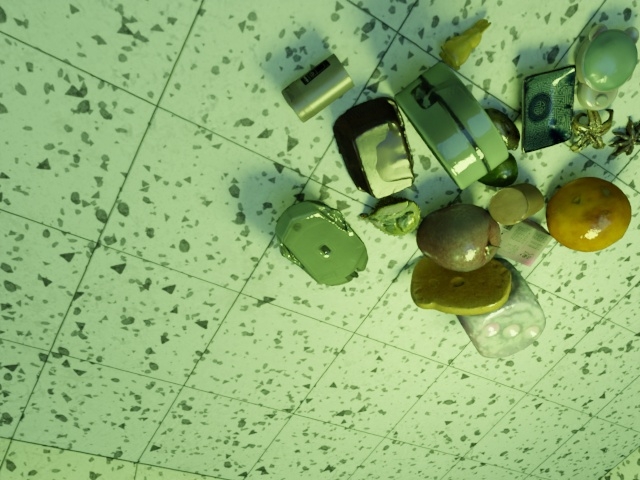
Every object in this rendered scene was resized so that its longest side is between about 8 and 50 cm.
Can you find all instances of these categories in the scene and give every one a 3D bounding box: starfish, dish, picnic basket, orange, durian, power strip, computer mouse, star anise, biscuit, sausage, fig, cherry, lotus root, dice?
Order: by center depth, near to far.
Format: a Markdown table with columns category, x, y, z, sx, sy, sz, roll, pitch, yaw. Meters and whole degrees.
| category | x | y | z | sx | sy | sz | roll | pitch | yaw |
| --- | --- | --- | --- | --- | --- | --- | --- | --- | --- |
| power strip | 0.361 | -0.324 | 1.425 | 0.161 | 0.357 | 0.357 | -36 | 122 | 14 |
| picnic basket | 0.176 | -0.266 | 1.554 | 0.222 | 0.129 | 0.297 | -22 | 122 | 4 |
| dish | 0.687 | -0.412 | 1.587 | 0.181 | 0.080 | 0.243 | -17 | 120 | -9 |
| lotus root | 0.570 | -0.347 | 1.605 | 0.179 | 0.089 | 0.080 | 39 | 147 | -28 |
| fig | 0.555 | -0.230 | 1.663 | 0.156 | 0.123 | 0.123 | -6 | 124 | 7 |
| starfish | 0.890 | -0.377 | 1.666 | 0.146 | 0.074 | 0.190 | -13 | 122 | 3 |
| computer mouse | 0.000 | -0.001 | 1.681 | 0.228 | 0.145 | 0.429 | -40 | 133 | 5 |
| sausage | 0.655 | -0.126 | 1.688 | 0.253 | 0.123 | 0.123 | -15 | 137 | -53 |
| cherry | 0.456 | -0.012 | 1.696 | 0.261 | 0.307 | 0.221 | -16 | 106 | -46 |
| durian | 0.237 | -0.083 | 1.709 | 0.208 | 0.102 | 0.146 | -4 | 123 | 19 |
| star anise | 1.046 | -0.342 | 1.734 | 0.141 | 0.042 | 0.141 | -4 | 122 | -7 |
| orange | 0.908 | -0.087 | 1.737 | 0.261 | 0.261 | 0.261 | -5 | 123 | -8 |
| biscuit | 0.491 | 0.128 | 1.800 | 0.343 | 0.287 | 0.057 | -1 | 147 | 21 |
| dice | 0.641 | 0.248 | 1.885 | 0.271 | 0.270 | 0.270 | -31 | 123 | 9 |

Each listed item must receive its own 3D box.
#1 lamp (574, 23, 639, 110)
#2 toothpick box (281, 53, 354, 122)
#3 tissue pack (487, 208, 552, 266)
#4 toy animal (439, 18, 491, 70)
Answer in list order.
| category | x | y | z | sx | sy | sz | roll | pitch | yaw |
| --- | --- | --- | --- | --- | --- | --- | --- | --- | --- |
| lamp | 0.859 | -0.514 | 1.533 | 0.179 | 0.108 | 0.246 | 3 | 113 | -5 |
| toothpick box | -0.008 | -0.424 | 1.428 | 0.180 | 0.111 | 0.111 | -33 | 122 | 9 |
| tissue pack | 0.686 | -0.016 | 1.834 | 0.246 | 0.092 | 0.149 | 20 | 115 | -22 |
| toy animal | 0.423 | -0.563 | 1.454 | 0.159 | 0.070 | 0.083 | -40 | 81 | 0 |
